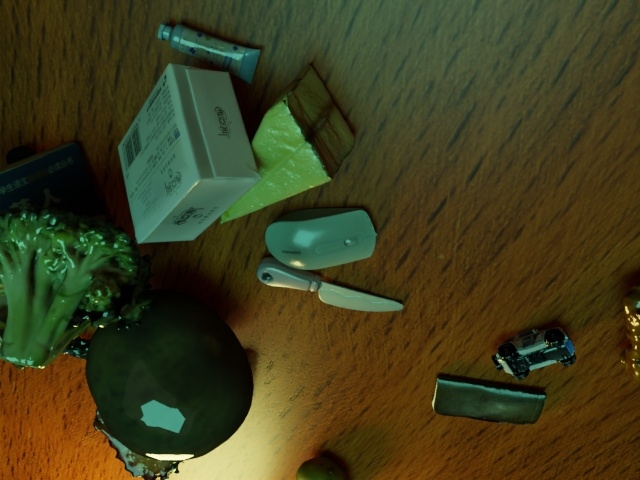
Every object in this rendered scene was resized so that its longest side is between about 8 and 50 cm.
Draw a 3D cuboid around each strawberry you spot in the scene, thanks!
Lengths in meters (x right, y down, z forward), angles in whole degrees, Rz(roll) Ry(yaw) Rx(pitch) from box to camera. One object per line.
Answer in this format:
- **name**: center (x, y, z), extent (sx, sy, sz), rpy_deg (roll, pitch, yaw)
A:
- **strawberry**: center (-0.513, 0.574, 1.598), extent (0.281, 0.150, 0.253), rpy_deg (11, 107, 9)

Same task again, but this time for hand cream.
- **hand cream**: center (-0.191, -0.328, 0.918), extent (0.171, 0.043, 0.065), rpy_deg (19, 129, -6)

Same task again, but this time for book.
- **book**: center (-0.585, 0.037, 1.134), extent (0.039, 0.300, 0.427), rpy_deg (23, 134, 35)

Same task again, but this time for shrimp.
- **shrimp**: center (-0.583, 0.263, 1.437), extent (0.291, 0.054, 0.222), rpy_deg (9, 128, 3)

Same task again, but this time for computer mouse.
- **computer mouse**: center (0.000, 0.000, 1.093), extent (0.231, 0.079, 0.127), rpy_deg (-5, 126, 13)

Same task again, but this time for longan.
- **longan**: center (-0.341, 0.308, 1.234), extent (0.405, 0.336, 0.403), rpy_deg (12, 117, 25)

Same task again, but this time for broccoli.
- **broccoli**: center (-0.475, 0.092, 0.978), extent (0.294, 0.280, 0.348), rpy_deg (-2, 154, 31)

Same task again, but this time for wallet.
- **wallet**: center (0.403, 0.395, 1.308), extent (0.256, 0.031, 0.137), rpy_deg (7, 127, 10)

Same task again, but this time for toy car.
- **toy car**: center (0.454, 0.239, 1.156), extent (0.171, 0.070, 0.080), rpy_deg (-26, 116, 27)

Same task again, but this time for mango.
- **mango**: center (0.013, 0.746, 1.609), extent (0.157, 0.114, 0.250), rpy_deg (-9, 122, 11)

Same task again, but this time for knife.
- **knife**: center (0.019, 0.116, 1.195), extent (0.336, 0.043, 0.081), rpy_deg (19, 133, -3)

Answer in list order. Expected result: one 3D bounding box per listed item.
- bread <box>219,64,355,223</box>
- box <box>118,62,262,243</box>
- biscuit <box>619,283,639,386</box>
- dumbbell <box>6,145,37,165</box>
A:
- **bread**: center (-0.097, -0.162, 0.939), extent (0.264, 0.167, 0.163), rpy_deg (-19, 117, 27)
- **box**: center (-0.238, -0.135, 0.924), extent (0.274, 0.116, 0.202), rpy_deg (-33, 69, 47)
- **biscuit**: center (0.738, 0.158, 1.005), extent (0.319, 0.110, 0.311), rpy_deg (-10, 125, 20)
- **dumbbell**: center (-0.661, -0.112, 1.084), extent (0.100, 0.191, 0.100), rpy_deg (22, 133, 25)
